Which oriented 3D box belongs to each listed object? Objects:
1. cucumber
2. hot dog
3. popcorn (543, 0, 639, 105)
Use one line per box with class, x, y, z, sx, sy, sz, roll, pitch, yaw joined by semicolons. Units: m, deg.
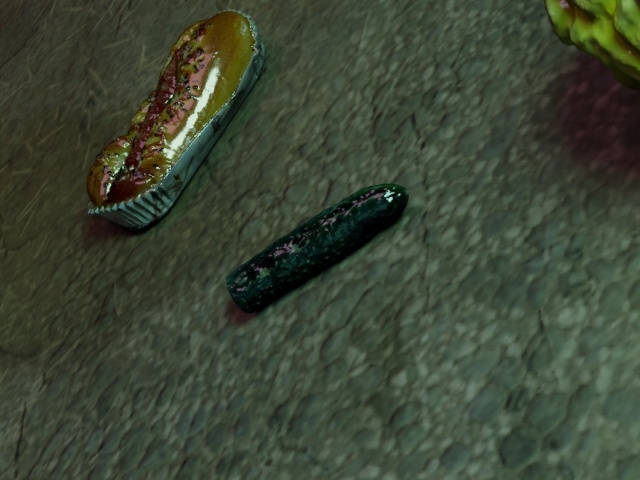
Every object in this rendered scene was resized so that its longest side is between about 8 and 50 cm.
cucumber;0.000;0.000;0.969;0.133;0.032;0.032;-33;35;23
hot dog;-0.109;-0.093;1.174;0.108;0.059;0.191;4;61;56
popcorn;0.202;-0.145;0.770;0.185;0.187;0.167;-38;69;0
